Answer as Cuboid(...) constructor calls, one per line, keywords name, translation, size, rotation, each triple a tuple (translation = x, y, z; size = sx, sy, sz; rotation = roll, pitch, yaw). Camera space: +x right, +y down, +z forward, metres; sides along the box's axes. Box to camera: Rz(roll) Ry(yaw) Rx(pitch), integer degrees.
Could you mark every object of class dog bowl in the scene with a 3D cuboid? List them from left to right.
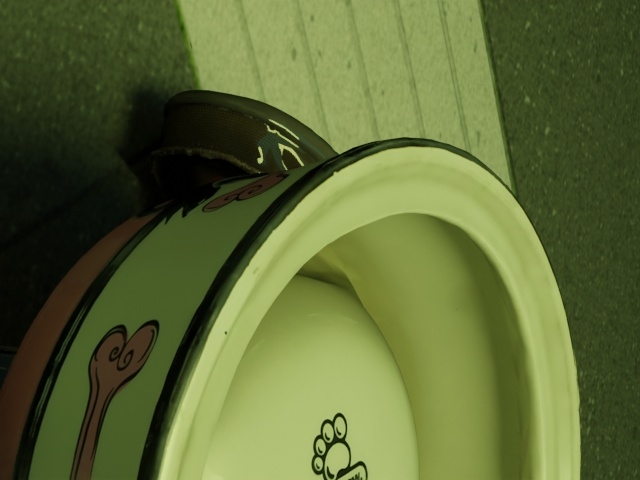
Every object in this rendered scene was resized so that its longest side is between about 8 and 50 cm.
Cuboid(name="dog bowl", translation=(-0.016, 0.147, 0.905), size=(0.408, 0.150, 0.408), rotation=(-9, 101, -54))

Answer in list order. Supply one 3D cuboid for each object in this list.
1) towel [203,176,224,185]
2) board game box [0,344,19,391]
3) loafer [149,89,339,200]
Cuboid(name="towel", translation=(-0.058, 0.123, 0.998), size=(0.199, 0.031, 0.275), rotation=(-53, 134, -36))
Cuboid(name="board game box", translation=(-0.140, 0.219, 1.042), size=(0.232, 0.141, 0.291), rotation=(15, 81, -54))
Cuboid(name="loafer", translation=(-0.025, 0.057, 1.194), size=(0.130, 0.134, 0.366), rotation=(-55, 135, -36))
